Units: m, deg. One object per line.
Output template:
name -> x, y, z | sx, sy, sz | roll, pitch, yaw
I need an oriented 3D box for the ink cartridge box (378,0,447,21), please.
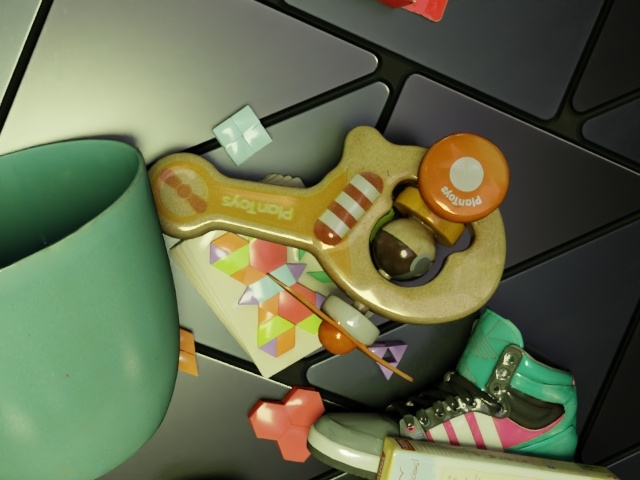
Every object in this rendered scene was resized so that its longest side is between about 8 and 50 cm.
ink cartridge box -> 0.046, -0.316, 1.036 | 0.231, 0.078, 0.134 | 20, 94, -13

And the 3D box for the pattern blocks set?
pattern blocks set -> -0.047, 0.041, 1.094 | 0.285, 0.026, 0.325 | -45, 103, -2

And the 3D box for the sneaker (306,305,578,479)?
sneaker -> 0.140, 0.155, 1.093 | 0.295, 0.124, 0.179 | 6, 101, -18

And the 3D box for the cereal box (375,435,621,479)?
cereal box -> 0.162, 0.293, 1.046 | 0.240, 0.047, 0.173 | 11, 99, -10

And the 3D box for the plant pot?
plant pot -> -0.257, 0.077, 0.939 | 0.293, 0.293, 0.235 | -20, 116, -7

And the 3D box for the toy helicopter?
toy helicopter -> 0.000, 0.000, 1.025 | 0.355, 0.140, 0.235 | 11, 85, -1
